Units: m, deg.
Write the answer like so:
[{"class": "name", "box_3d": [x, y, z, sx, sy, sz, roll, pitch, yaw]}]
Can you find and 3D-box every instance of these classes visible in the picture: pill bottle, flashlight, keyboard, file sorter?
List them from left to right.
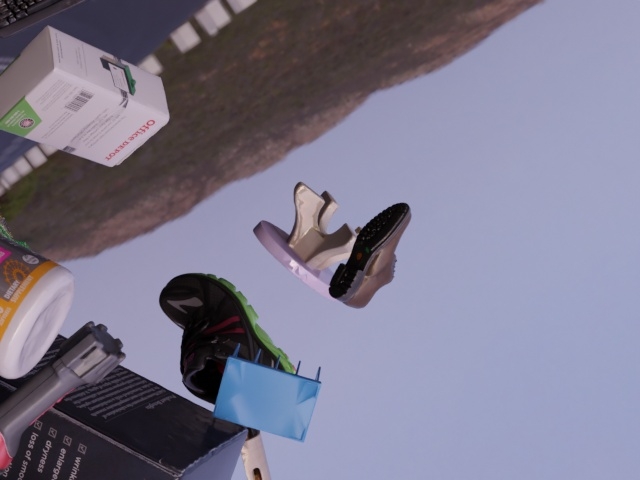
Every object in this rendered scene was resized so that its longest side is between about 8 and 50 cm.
[{"class": "pill bottle", "box_3d": [-0.477, 0.051, 1.125, 0.162, 0.278, 0.162, -64, 178, -3]}, {"class": "flashlight", "box_3d": [-0.430, 0.246, 1.315, 0.304, 0.103, 0.103, -39, -149, 3]}, {"class": "keyboard", "box_3d": [-0.285, -0.298, 0.964, 0.180, 0.023, 0.108, -21, -125, 7]}, {"class": "file sorter", "box_3d": [-0.091, 0.269, 1.571, 0.104, 0.170, 0.118, -73, 179, -75]}]

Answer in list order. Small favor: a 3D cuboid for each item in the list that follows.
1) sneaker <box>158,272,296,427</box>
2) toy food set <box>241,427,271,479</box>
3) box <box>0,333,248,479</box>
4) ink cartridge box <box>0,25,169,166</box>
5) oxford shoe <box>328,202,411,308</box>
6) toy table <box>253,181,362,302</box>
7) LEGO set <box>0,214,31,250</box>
[{"class": "sneaker", "box_3d": [-0.238, 0.236, 1.953, 0.202, 0.185, 0.483, -12, -140, -39]}, {"class": "toy food set", "box_3d": [-0.183, 0.580, 2.243, 0.092, 0.220, 0.306, -13, -174, -7]}, {"class": "box", "box_3d": [-0.455, 0.476, 1.536, 0.480, 0.471, 0.297, -69, 163, 9]}, {"class": "ink cartridge box", "box_3d": [-0.373, -0.217, 1.359, 0.160, 0.219, 0.093, -32, -121, 29]}, {"class": "oxford shoe", "box_3d": [0.111, 0.030, 1.670, 0.227, 0.096, 0.083, -55, -146, 2]}, {"class": "toy table", "box_3d": [0.000, 0.000, 1.948, 0.161, 0.274, 0.252, -47, -141, 11]}, {"class": "LEGO set", "box_3d": [-0.802, -0.012, 1.860, 0.255, 0.331, 0.192, -51, -155, -23]}]
